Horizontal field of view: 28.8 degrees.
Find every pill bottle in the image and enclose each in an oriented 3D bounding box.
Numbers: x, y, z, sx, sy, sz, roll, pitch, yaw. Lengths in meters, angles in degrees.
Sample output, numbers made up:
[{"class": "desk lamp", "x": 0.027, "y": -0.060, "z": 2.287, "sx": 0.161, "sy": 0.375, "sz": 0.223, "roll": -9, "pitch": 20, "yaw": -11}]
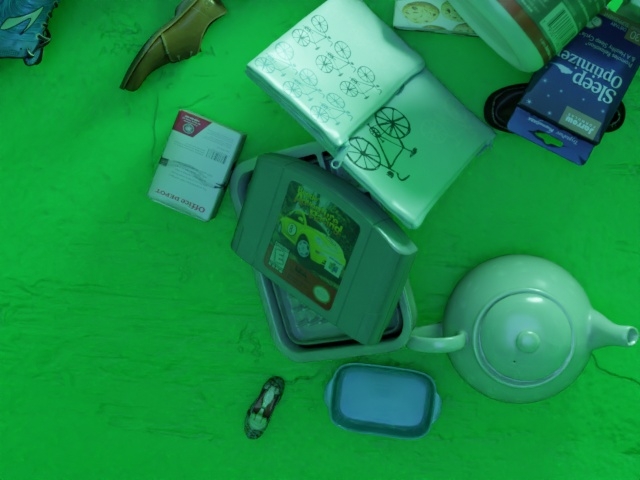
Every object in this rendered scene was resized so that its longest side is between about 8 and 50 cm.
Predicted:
[{"class": "pill bottle", "x": 0.357, "y": -0.431, "z": 1.763, "sx": 0.363, "sy": 0.210, "sz": 0.210, "roll": -44, "pitch": 91, "yaw": 3}]

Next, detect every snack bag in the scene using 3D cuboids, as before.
[{"class": "snack bag", "x": 0.087, "y": -0.201, "z": 1.842, "sx": 0.342, "sy": 0.323, "sz": 0.037, "roll": 45, "pitch": 132, "yaw": -1}]

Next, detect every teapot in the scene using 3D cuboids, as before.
[{"class": "teapot", "x": 0.300, "y": 0.141, "z": 1.902, "sx": 0.252, "sy": 0.187, "sz": 0.256, "roll": 43, "pitch": 97, "yaw": 0}]

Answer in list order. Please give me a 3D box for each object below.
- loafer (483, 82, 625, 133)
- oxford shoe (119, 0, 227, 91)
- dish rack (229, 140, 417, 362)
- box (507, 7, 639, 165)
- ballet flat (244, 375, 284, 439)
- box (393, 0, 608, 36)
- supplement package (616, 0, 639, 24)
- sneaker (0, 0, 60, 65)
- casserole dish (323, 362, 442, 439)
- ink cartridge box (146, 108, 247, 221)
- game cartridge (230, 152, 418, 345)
[{"class": "loafer", "x": 0.362, "y": -0.204, "z": 1.920, "sx": 0.220, "sy": 0.078, "sz": 0.080, "roll": -1, "pitch": 95, "yaw": 4}, {"class": "oxford shoe", "x": -0.232, "y": -0.304, "z": 1.961, "sx": 0.076, "sy": 0.076, "sz": 0.212, "roll": 43, "pitch": 97, "yaw": -11}, {"class": "dish rack", "x": 0.013, "y": 0.014, "z": 1.920, "sx": 0.286, "sy": 0.072, "sz": 0.332, "roll": -12, "pitch": 95, "yaw": 39}, {"class": "box", "x": 0.388, "y": -0.238, "z": 1.863, "sx": 0.136, "sy": 0.036, "sz": 0.225, "roll": 27, "pitch": 92, "yaw": 3}, {"class": "ballet flat", "x": -0.094, "y": 0.272, "z": 2.015, "sx": 0.041, "sy": 0.041, "sz": 0.114, "roll": 26, "pitch": 97, "yaw": 2}, {"class": "box", "x": 0.274, "y": -0.344, "z": 1.922, "sx": 0.324, "sy": 0.063, "sz": 0.067, "roll": 7, "pitch": 95, "yaw": 4}, {"class": "supplement package", "x": 0.584, "y": -0.383, "z": 1.853, "sx": 0.194, "sy": 0.149, "sz": 0.203, "roll": 32, "pitch": 96, "yaw": 1}, {"class": "sneaker", "x": -0.459, "y": -0.360, "z": 1.959, "sx": 0.330, "sy": 0.130, "sz": 0.147, "roll": -34, "pitch": 106, "yaw": 9}, {"class": "casserole dish", "x": 0.100, "y": 0.254, "z": 2.002, "sx": 0.189, "sy": 0.037, "sz": 0.114, "roll": 7, "pitch": 96, "yaw": 4}, {"class": "ink cartridge box", "x": -0.195, "y": -0.118, "z": 1.976, "sx": 0.109, "sy": 0.063, "sz": 0.150, "roll": 23, "pitch": 97, "yaw": 3}, {"class": "game cartridge", "x": 0.000, "y": 0.000, "z": 1.850, "sx": 0.294, "sy": 0.060, "sz": 0.196, "roll": 34, "pitch": 118, "yaw": 26}]
